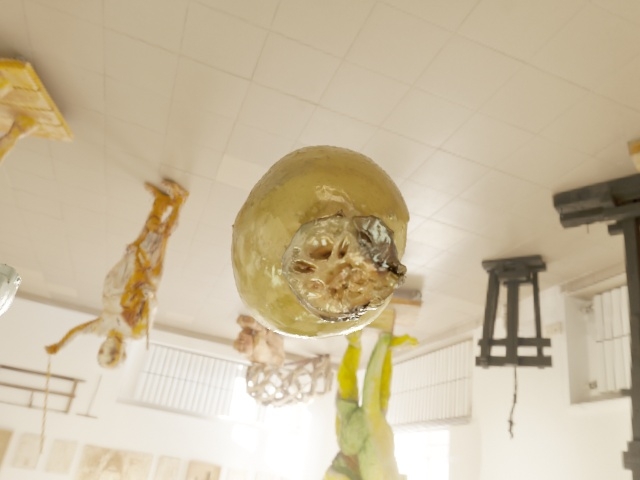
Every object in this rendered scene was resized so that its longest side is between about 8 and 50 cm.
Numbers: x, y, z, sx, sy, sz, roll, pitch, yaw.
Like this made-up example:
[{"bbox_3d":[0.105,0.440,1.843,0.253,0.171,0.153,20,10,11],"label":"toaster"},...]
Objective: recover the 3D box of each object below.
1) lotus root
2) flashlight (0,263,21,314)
[{"bbox_3d":[-0.001,-0.003,0.445,0.130,0.147,0.303,12,-174,0],"label":"lotus root"},{"bbox_3d":[-0.465,0.121,0.704,0.047,0.201,0.093,24,149,-8],"label":"flashlight"}]
